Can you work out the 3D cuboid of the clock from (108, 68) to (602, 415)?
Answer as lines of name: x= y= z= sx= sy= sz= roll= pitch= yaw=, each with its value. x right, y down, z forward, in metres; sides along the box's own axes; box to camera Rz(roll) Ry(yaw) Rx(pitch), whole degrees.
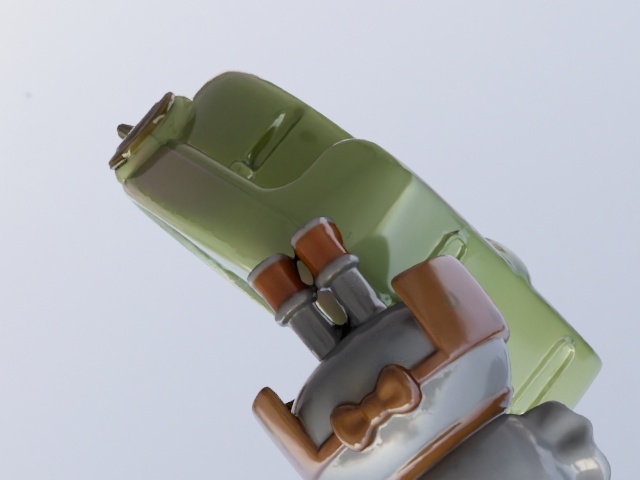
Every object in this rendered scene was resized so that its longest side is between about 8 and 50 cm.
clock: x=0.000 y=0.000 z=1.137 sx=0.117 sy=0.286 sz=0.348 roll=-52 pitch=-139 yaw=-4

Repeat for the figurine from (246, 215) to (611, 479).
figurine: x=0.060 y=0.105 z=0.876 sx=0.143 sy=0.143 sz=0.271 roll=-44 pitch=-122 yaw=17
